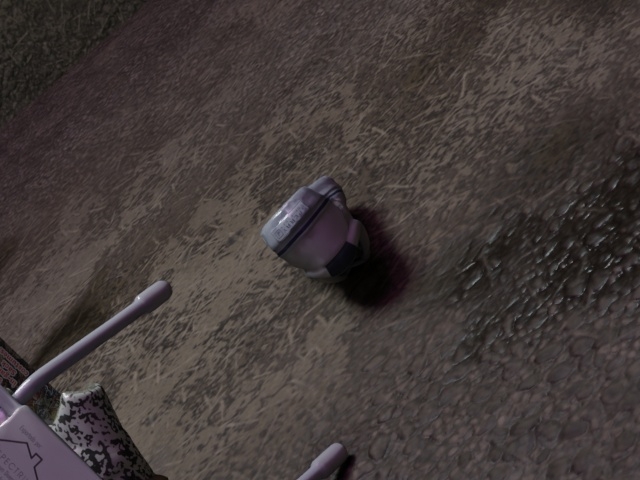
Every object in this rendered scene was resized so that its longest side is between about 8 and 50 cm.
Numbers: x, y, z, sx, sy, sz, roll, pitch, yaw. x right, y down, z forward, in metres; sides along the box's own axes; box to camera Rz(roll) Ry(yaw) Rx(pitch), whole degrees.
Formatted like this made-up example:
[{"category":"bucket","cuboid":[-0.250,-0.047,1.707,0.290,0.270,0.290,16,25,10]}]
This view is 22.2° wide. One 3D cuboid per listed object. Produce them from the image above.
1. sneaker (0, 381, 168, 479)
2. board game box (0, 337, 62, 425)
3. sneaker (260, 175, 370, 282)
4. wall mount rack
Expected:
[{"category":"sneaker","cuboid":[-0.281,0.220,1.482,0.410,0.182,0.158,-19,-1,40]},{"category":"board game box","cuboid":[-0.443,0.263,1.804,0.232,0.141,0.291,-13,36,53]},{"category":"sneaker","cuboid":[0.000,0.000,1.588,0.094,0.091,0.258,-45,-1,9]},{"category":"wall mount rack","cuboid":[-0.161,0.198,1.269,0.304,0.350,0.130,-47,-11,-6]}]
